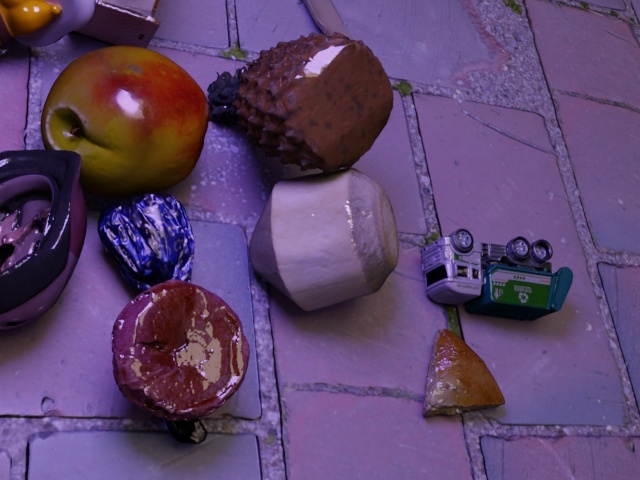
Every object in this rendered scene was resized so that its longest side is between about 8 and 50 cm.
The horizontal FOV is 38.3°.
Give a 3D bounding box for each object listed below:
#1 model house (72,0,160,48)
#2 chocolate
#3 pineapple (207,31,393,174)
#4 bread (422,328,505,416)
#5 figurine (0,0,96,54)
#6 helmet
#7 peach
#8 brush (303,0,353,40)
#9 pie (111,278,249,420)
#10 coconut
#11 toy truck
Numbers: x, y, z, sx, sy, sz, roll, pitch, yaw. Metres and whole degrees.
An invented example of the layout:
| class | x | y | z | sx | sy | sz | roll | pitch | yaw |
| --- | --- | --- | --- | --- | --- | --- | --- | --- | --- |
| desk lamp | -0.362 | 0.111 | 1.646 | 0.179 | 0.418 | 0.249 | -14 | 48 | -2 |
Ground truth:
| class | x | y | z | sx | sy | sz | roll | pitch | yaw |
| --- | --- | --- | --- | --- | --- | --- | --- | --- | --- |
| model house | -0.324 | -0.436 | 1.470 | 0.169 | 0.244 | 0.326 | 13 | 23 | -20 |
| chocolate | -0.198 | 0.106 | 1.255 | 0.148 | 0.126 | 0.343 | 24 | 43 | -64 |
| pineapple | -0.064 | -0.213 | 1.386 | 0.202 | 0.362 | 0.202 | -11 | 108 | -37 |
| bread | 0.229 | 0.224 | 1.427 | 0.136 | 0.054 | 0.154 | 28 | 55 | -12 |
| figurine | -0.461 | -0.334 | 1.325 | 0.141 | 0.250 | 0.167 | -51 | 129 | -44 |
| helmet | -0.393 | 0.010 | 1.193 | 0.198 | 0.154 | 0.253 | 2 | 40 | 20 |
| peach | -0.275 | -0.168 | 1.317 | 0.231 | 0.231 | 0.231 | 12 | 57 | -19 |
| brush | 0.028 | -0.363 | 1.693 | 0.060 | 0.050 | 0.321 | -9 | 58 | -27 |
| pie | -0.176 | 0.138 | 1.167 | 0.182 | 0.049 | 0.182 | 8 | 72 | -25 |
| coconut | 0.000 | 0.000 | 1.365 | 0.222 | 0.202 | 0.202 | -12 | 59 | 13 |
| toy truck | 0.293 | 0.059 | 1.524 | 0.253 | 0.114 | 0.124 | 7 | 69 | -22 |
